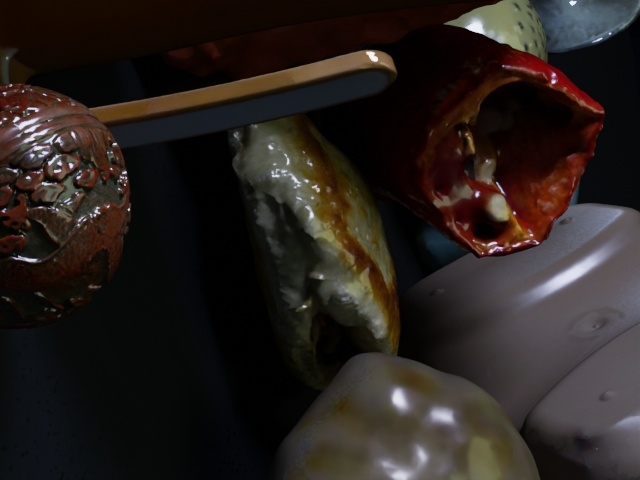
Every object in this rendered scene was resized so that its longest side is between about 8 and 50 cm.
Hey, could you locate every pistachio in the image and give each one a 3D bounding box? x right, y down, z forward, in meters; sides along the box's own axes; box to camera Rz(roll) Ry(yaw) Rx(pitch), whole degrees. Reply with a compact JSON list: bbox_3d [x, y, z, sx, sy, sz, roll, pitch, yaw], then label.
[{"bbox_3d":[0.054,0.192,0.773,0.197,0.166,0.288,-120,-167,-55],"label":"pistachio"}]

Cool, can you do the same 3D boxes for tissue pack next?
[{"bbox_3d":[0.229,0.152,0.943,0.277,0.267,0.387,63,-12,-20],"label":"tissue pack"}]

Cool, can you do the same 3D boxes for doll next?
[{"bbox_3d":[0.131,-0.112,1.159,0.177,0.161,0.260,-76,149,-49],"label":"doll"}]

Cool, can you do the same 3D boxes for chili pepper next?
[{"bbox_3d":[0.065,-0.090,0.946,0.131,0.134,0.338,24,5,-18],"label":"chili pepper"}]

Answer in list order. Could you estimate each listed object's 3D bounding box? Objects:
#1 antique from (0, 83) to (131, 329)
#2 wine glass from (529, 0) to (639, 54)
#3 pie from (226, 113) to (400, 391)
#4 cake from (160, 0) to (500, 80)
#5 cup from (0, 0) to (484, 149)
[{"bbox_3d":[-0.121,-0.012,0.516,0.104,0.104,0.104,-14,90,-70],"label":"antique"},{"bbox_3d":[0.250,-0.435,1.561,0.267,0.267,0.406,-77,151,-50],"label":"wine glass"},{"bbox_3d":[0.000,0.000,0.832,0.205,0.084,0.179,60,17,-71],"label":"pie"},{"bbox_3d":[0.012,-0.279,0.800,0.269,0.270,0.319,-39,115,-68],"label":"cake"},{"bbox_3d":[-0.047,-0.149,0.598,0.182,0.264,0.226,49,44,-66],"label":"cup"}]
